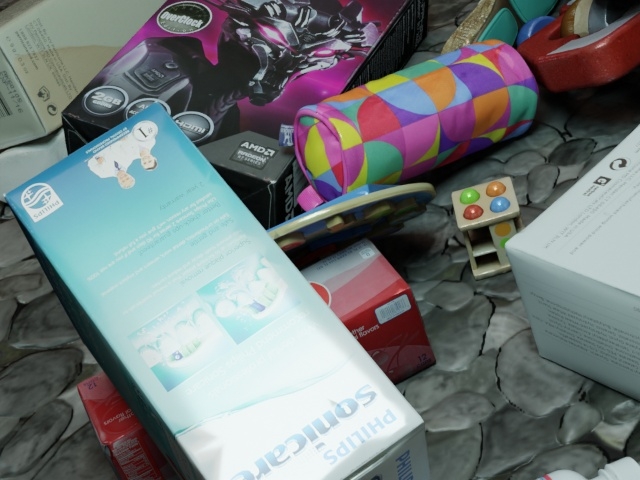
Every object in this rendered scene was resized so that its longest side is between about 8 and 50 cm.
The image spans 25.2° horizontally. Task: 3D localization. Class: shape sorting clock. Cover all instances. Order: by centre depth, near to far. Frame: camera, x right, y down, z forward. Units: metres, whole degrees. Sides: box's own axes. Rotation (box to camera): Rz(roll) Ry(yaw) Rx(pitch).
[{"bbox_3d":[0.000,0.000,1.183,0.206,0.040,0.206,-23,-5,-2],"label":"shape sorting clock"}]

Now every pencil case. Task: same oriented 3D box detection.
[{"bbox_3d":[0.082,-0.105,1.286,0.236,0.104,0.104,-22,32,-26],"label":"pencil case"}]

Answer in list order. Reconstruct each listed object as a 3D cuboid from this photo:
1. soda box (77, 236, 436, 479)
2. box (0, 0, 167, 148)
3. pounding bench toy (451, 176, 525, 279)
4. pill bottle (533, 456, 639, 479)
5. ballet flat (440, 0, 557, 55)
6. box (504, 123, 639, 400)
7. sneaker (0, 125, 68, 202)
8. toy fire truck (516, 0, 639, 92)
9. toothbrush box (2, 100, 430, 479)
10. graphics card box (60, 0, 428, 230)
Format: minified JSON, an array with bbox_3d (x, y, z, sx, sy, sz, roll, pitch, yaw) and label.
[{"bbox_3d":[-0.049,0.104,1.121,0.263,0.083,0.092,-27,35,-9],"label":"soda box"},{"bbox_3d":[-0.270,-0.227,1.589,0.148,0.121,0.311,-9,25,43],"label":"box"},{"bbox_3d":[0.142,-0.022,1.204,0.052,0.065,0.083,-16,35,8],"label":"pounding bench toy"},{"bbox_3d":[0.134,0.197,0.893,0.160,0.087,0.087,-23,34,-3],"label":"pill bottle"},{"bbox_3d":[0.180,-0.229,1.466,0.067,0.073,0.206,-7,31,44],"label":"ballet flat"},{"bbox_3d":[0.266,0.019,1.035,0.181,0.119,0.182,-39,38,-24],"label":"box"},{"bbox_3d":[-0.250,-0.100,1.519,0.212,0.080,0.094,-8,25,20],"label":"sneaker"},{"bbox_3d":[0.310,-0.221,1.331,0.302,0.169,0.254,-36,13,-21],"label":"toy fire truck"},{"bbox_3d":[-0.060,0.090,0.941,0.126,0.216,0.295,-34,62,-13],"label":"toothbrush box"},{"bbox_3d":[-0.064,-0.170,1.438,0.233,0.094,0.371,20,49,18],"label":"graphics card box"}]
